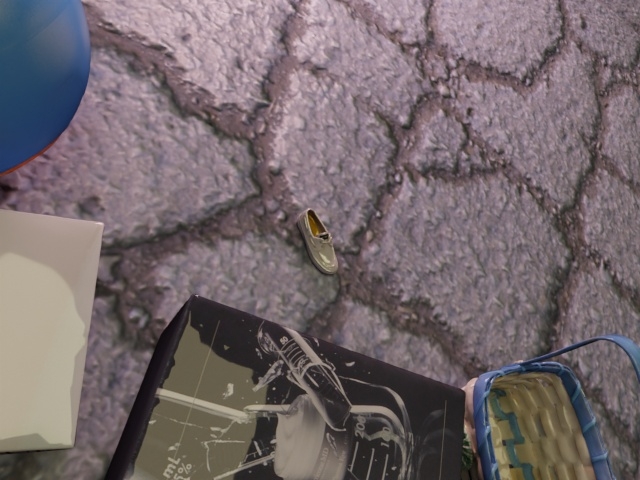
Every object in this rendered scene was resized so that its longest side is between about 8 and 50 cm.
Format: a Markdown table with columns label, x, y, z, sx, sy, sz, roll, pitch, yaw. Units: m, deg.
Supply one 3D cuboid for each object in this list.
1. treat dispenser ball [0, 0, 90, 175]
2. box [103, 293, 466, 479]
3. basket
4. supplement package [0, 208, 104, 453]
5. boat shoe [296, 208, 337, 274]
| label | x | y | z | sx | sy | sz | roll | pitch | yaw |
| --- | --- | --- | --- | --- | --- | --- | --- | --- | --- |
| treat dispenser ball | -0.362 | -0.189 | 0.426 | 0.288 | 0.288 | 0.288 | 11 | 64 | -24 |
| box | -0.049 | 0.276 | 0.455 | 0.313 | 0.179 | 0.343 | 22 | 60 | -17 |
| basket | 0.278 | 0.265 | 0.564 | 0.201 | 0.289 | 0.254 | 2 | 65 | -33 |
| supplement package | -0.312 | 0.083 | 0.416 | 0.203 | 0.149 | 0.194 | 8 | 65 | -25 |
| boat shoe | 0.000 | 0.000 | 0.686 | 0.035 | 0.035 | 0.100 | -17 | 78 | -32 |
